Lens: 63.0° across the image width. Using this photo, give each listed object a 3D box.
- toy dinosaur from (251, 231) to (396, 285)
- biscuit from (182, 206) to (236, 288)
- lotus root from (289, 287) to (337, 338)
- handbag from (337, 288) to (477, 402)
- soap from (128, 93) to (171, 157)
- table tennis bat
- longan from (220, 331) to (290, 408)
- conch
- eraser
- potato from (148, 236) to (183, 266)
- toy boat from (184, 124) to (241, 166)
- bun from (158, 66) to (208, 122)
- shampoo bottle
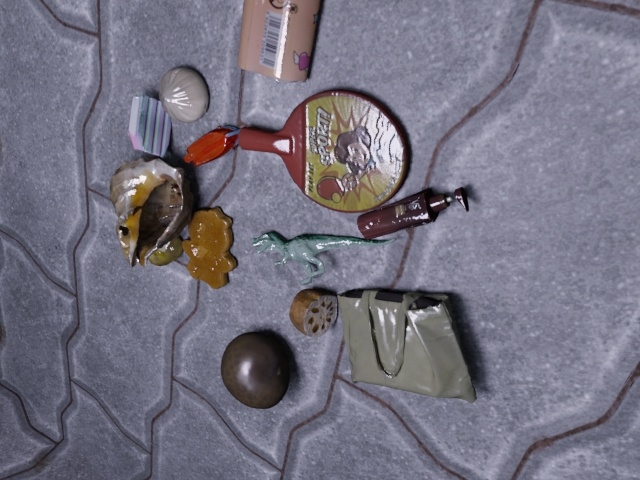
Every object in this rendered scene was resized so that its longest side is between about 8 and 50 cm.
[{"bbox_3d":[0.001,0.049,1.242,0.384,0.076,0.129,3,92,24],"label":"toy dinosaur"},{"bbox_3d":[-0.309,0.016,1.457,0.184,0.035,0.248,21,120,23],"label":"biscuit"},{"bbox_3d":[-0.023,0.177,1.291,0.081,0.112,0.122,22,122,33],"label":"lotus root"},{"bbox_3d":[0.181,0.236,1.187,0.316,0.109,0.252,-1,106,40],"label":"handbag"},{"bbox_3d":[-0.445,-0.294,1.365,0.056,0.100,0.148,4,87,38],"label":"soap"},{"bbox_3d":[-0.001,-0.201,1.153,0.415,0.051,0.267,14,118,25],"label":"table tennis bat"},{"bbox_3d":[-0.176,0.354,1.428,0.198,0.198,0.212,-34,92,39],"label":"longan"},{"bbox_3d":[-0.435,-0.088,1.395,0.263,0.186,0.323,-17,76,36],"label":"conch"},{"bbox_3d":[-0.084,-0.483,1.056,0.171,0.087,0.290,24,123,19],"label":"eraser"},{"bbox_3d":[-0.465,0.026,1.541,0.138,0.070,0.091,-28,94,38],"label":"potato"},{"bbox_3d":[-0.264,-0.237,1.301,0.173,0.059,0.069,-23,98,31],"label":"toy boat"},{"bbox_3d":[-0.351,-0.355,1.284,0.138,0.094,0.138,15,117,31],"label":"bun"},{"bbox_3d":[0.188,-0.057,1.076,0.237,0.067,0.068,-20,96,35],"label":"shampoo bottle"}]
